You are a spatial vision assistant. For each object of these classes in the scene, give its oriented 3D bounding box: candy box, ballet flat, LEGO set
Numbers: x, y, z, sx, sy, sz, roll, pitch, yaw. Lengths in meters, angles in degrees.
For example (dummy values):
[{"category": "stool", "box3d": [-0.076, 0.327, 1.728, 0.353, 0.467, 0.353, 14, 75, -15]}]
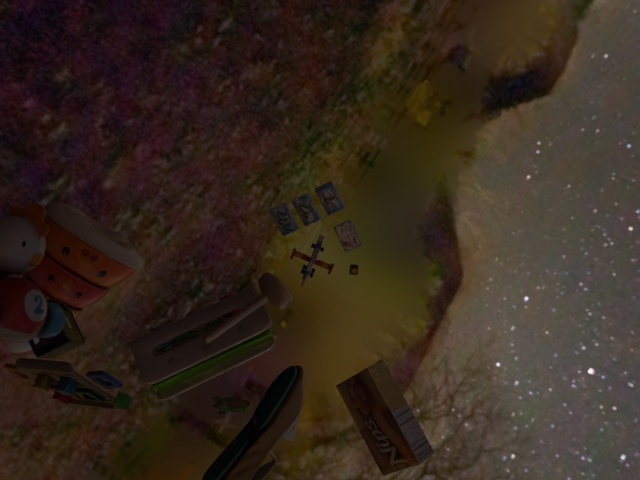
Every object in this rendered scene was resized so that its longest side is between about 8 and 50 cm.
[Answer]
[{"category": "candy box", "box3d": [0.195, 0.553, 1.857, 0.087, 0.317, 0.183, -19, 164, -41]}, {"category": "ballet flat", "box3d": [-0.081, 0.288, 0.874, 0.232, 0.073, 0.080, -52, -162, 2]}, {"category": "LEGO set", "box3d": [0.000, 0.000, 1.496, 0.182, 0.244, 0.060, -24, -166, 12]}]

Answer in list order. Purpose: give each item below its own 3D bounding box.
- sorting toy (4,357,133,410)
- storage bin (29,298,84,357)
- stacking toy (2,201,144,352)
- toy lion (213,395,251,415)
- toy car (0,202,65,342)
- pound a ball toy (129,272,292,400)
[{"category": "sorting toy", "box3d": [-0.597, 0.347, 1.393, 0.196, 0.347, 0.047, 63, 36, -44]}, {"category": "storage bin", "box3d": [-0.682, 0.226, 1.520, 0.084, 0.122, 0.180, -26, 174, -12]}, {"category": "stacking toy", "box3d": [-0.820, 0.152, 1.879, 0.480, 0.350, 0.350, -57, 176, -5]}, {"category": "toy lion", "box3d": [-0.246, 0.461, 1.673, 0.100, 0.096, 0.034, -170, -101, -67]}, {"category": "toy car", "box3d": [-0.573, 0.046, 1.114, 0.238, 0.210, 0.219, -62, 163, -1]}, {"category": "pound a ball toy", "box3d": [-0.221, 0.172, 1.210, 0.319, 0.136, 0.208, -25, 152, -13]}]
